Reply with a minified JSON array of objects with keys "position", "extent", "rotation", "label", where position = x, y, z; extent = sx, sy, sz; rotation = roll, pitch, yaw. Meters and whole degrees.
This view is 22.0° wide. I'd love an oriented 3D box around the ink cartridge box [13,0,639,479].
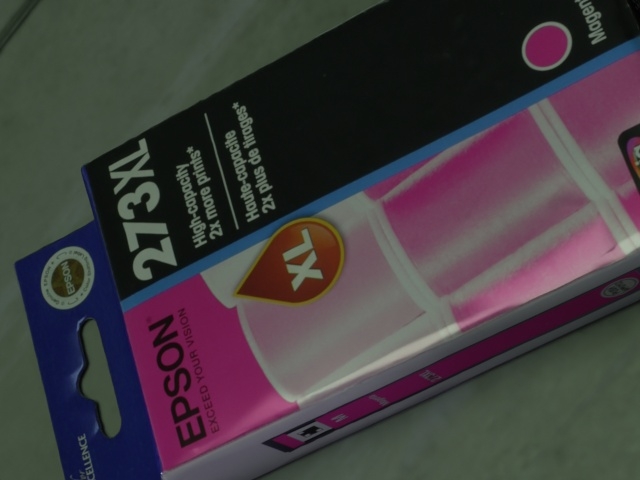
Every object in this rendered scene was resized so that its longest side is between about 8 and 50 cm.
[{"position":[0.000,0.000,0.792],"extent":[0.371,0.069,0.175],"rotation":[-28,63,20],"label":"ink cartridge box"}]
